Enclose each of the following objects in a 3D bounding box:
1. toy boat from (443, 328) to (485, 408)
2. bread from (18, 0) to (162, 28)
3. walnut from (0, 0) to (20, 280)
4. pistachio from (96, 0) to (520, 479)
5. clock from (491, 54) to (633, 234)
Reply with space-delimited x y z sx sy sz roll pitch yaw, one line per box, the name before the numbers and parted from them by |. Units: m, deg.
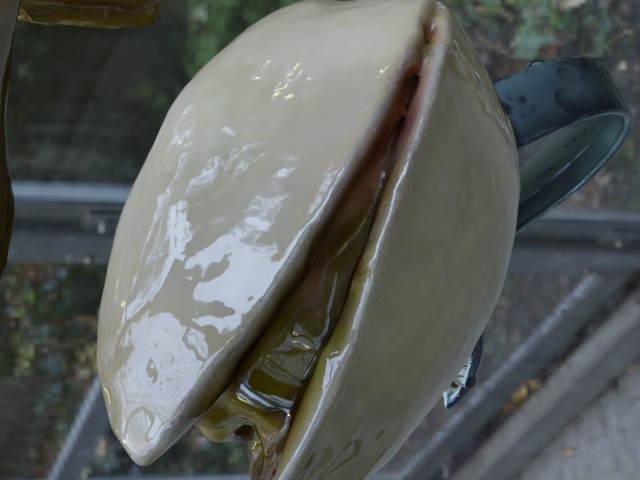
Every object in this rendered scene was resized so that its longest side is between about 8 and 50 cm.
toy boat | 0.085 0.067 0.939 0.038 0.038 0.083 -163 72 -68
bread | -0.087 -0.142 0.533 0.053 0.074 0.132 7 93 56
walnut | -0.211 0.008 0.409 0.203 0.298 0.203 48 173 8
pistachio | 0.000 0.000 0.734 0.214 0.193 0.318 -59 8 41
clock | 0.151 -0.056 1.400 0.067 0.325 0.325 59 148 16
